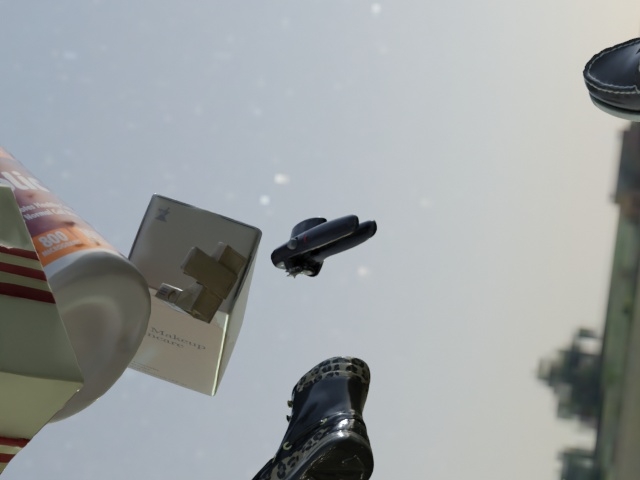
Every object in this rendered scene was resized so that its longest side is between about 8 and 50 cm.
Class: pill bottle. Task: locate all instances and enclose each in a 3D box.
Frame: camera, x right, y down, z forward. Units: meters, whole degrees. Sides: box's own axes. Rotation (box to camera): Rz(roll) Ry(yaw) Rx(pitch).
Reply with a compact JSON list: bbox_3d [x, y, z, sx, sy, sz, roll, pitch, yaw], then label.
[{"bbox_3d":[-0.392,0.014,2.171,0.224,0.392,0.224,-31,-38,-28],"label":"pill bottle"}]

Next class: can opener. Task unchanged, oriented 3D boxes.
[{"bbox_3d":[0.000,0.000,2.205,0.186,0.059,0.073,-21,69,60],"label":"can opener"}]

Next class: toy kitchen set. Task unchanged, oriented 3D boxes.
[{"bbox_3d":[-0.142,0.033,2.088,0.068,0.075,0.083,38,-103,-36],"label":"toy kitchen set"}]

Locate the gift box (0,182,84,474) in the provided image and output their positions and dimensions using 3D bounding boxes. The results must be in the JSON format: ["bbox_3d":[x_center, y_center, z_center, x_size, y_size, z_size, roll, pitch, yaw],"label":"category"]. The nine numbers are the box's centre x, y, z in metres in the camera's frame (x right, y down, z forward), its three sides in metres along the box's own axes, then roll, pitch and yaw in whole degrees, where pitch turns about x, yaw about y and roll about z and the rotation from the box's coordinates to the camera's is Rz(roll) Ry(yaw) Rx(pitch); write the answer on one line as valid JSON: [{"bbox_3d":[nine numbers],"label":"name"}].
[{"bbox_3d":[-0.392,0.071,1.554,0.258,0.276,0.255,12,-53,-47],"label":"gift box"}]

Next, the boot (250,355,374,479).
[{"bbox_3d":[-0.029,0.239,2.027,0.236,0.085,0.179,-43,20,25],"label":"boot"}]

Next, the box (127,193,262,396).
[{"bbox_3d":[-0.168,0.073,2.394,0.311,0.148,0.121,103,-173,-66],"label":"box"}]

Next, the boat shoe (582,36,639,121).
[{"bbox_3d":[0.300,-0.146,1.535,0.068,0.227,0.081,43,-119,-37],"label":"boat shoe"}]

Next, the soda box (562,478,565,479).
[{"bbox_3d":[0.225,0.354,2.186,0.181,0.058,0.061,-37,-14,-11],"label":"soda box"}]
